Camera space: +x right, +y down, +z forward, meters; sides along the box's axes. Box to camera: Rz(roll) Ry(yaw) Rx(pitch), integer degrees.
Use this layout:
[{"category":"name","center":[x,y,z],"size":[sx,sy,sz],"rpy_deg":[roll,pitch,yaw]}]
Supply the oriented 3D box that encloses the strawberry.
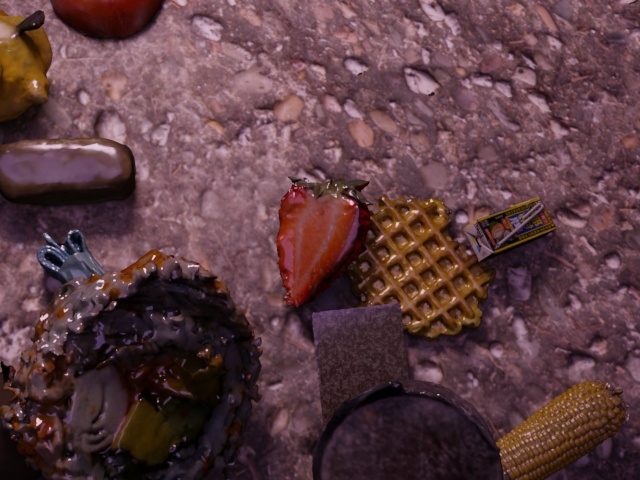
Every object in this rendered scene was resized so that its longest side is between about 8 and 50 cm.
[{"category":"strawberry","center":[0.014,0.006,1.475],"size":[0.175,0.098,0.228],"rpy_deg":[-1,79,18]}]

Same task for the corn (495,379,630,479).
[{"category":"corn","center":[0.377,0.341,1.433],"size":[0.305,0.106,0.106],"rpy_deg":[-30,79,-10]}]

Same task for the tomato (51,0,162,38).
[{"category":"tomato","center":[-0.403,-0.491,1.590],"size":[0.225,0.085,0.224],"rpy_deg":[1,75,-5]}]

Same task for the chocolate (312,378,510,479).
[{"category":"chocolate","center":[0.152,0.339,1.334],"size":[0.303,0.213,0.303],"rpy_deg":[2,99,14]}]

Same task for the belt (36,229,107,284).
[{"category":"belt","center":[-0.348,0.092,1.427],"size":[0.302,0.072,0.087],"rpy_deg":[41,77,4]}]

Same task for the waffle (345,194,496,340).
[{"category":"waffle","center":[0.178,0.044,1.520],"size":[0.291,0.051,0.291],"rpy_deg":[2,76,-6]}]

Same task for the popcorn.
[{"category":"popcorn","center":[-0.605,-0.298,1.434],"size":[0.297,0.280,0.316],"rpy_deg":[-10,38,-47]}]

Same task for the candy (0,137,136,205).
[{"category":"candy","center":[-0.436,-0.118,1.462],"size":[0.234,0.104,0.102],"rpy_deg":[-6,79,-9]}]

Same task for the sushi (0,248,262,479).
[{"category":"sushi","center":[-0.257,0.229,1.256],"size":[0.418,0.176,0.417],"rpy_deg":[-2,93,-40]}]

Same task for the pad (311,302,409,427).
[{"category":"pad","center":[0.074,0.230,1.450],"size":[0.158,0.003,0.234],"rpy_deg":[-6,86,-9]}]

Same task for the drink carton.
[{"category":"drink carton","center":[0.343,-0.022,1.537],"size":[0.166,0.056,0.071],"rpy_deg":[-20,79,-30]}]

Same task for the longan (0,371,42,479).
[{"category":"longan","center":[-0.515,0.296,1.281],"size":[0.220,0.196,0.196],"rpy_deg":[-16,76,-3]}]
